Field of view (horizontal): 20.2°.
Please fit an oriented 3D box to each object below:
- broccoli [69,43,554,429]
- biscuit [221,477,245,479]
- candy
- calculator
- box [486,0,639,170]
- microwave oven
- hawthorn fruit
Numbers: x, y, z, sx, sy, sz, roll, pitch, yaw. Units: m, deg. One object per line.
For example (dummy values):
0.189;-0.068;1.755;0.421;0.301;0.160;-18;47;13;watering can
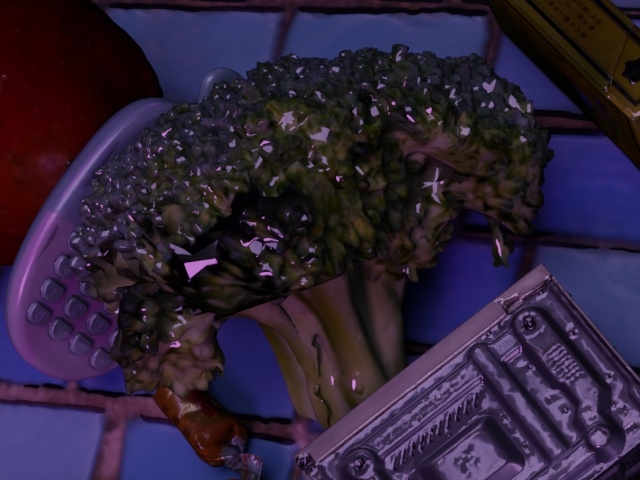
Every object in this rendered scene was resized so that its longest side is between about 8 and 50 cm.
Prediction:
-0.018;-0.016;1.407;0.277;0.338;0.317;19;97;51;broccoli
-0.063;0.291;1.384;0.208;0.049;0.181;37;58;9;biscuit
-0.097;0.150;1.493;0.046;0.053;0.182;-40;62;-8;candy
-0.151;-0.015;1.506;0.041;0.185;0.299;29;81;43;calculator
0.217;-0.153;1.453;0.064;0.141;0.220;-41;61;-1;box
0.136;0.171;1.346;0.240;0.145;0.194;-38;58;1;microwave oven
-0.263;-0.101;1.555;0.307;0.265;0.265;14;72;1;hawthorn fruit
